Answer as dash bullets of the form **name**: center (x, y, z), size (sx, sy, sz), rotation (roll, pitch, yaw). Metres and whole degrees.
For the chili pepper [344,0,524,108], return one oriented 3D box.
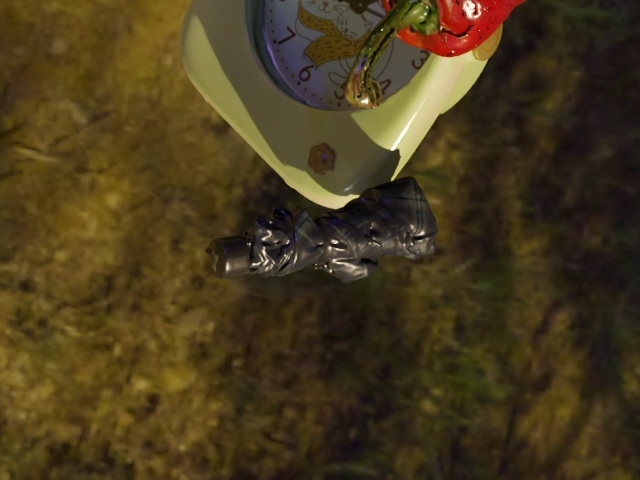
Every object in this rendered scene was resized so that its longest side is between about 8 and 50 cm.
- **chili pepper**: center (0.143, -0.236, 1.194), size (0.387, 0.110, 0.110), rotation (-42, 135, -32)

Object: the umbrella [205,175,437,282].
- **umbrella**: center (0.000, 0.003, 1.372), size (0.224, 0.071, 0.080), rotation (-12, 75, -32)

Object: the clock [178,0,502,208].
- **clock**: center (0.046, -0.226, 1.499), size (0.348, 0.286, 0.117), rotation (-50, 156, 16)
